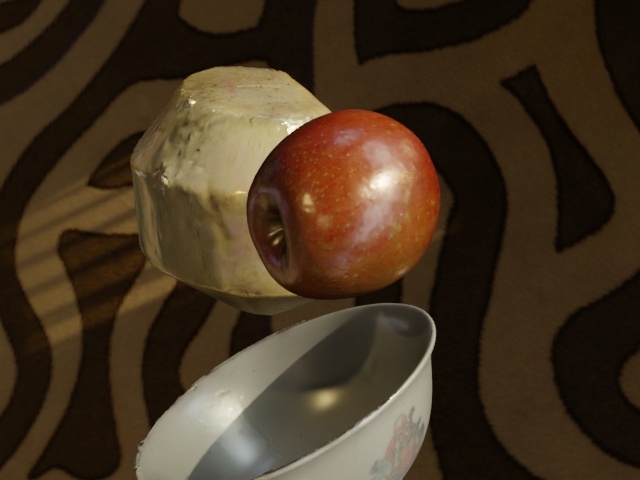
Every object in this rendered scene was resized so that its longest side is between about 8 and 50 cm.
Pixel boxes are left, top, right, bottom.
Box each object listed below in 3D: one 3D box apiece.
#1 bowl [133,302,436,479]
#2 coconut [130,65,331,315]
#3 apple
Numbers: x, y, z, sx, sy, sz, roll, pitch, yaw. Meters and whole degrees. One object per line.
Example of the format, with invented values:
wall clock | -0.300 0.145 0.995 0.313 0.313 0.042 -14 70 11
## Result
bowl | -0.008 0.217 0.937 0.345 0.345 0.157 -20 106 23
coconut | -0.079 -0.049 1.192 0.352 0.352 0.353 -5 79 26
apple | 0.019 -0.034 0.835 0.181 0.168 0.181 40 141 44
